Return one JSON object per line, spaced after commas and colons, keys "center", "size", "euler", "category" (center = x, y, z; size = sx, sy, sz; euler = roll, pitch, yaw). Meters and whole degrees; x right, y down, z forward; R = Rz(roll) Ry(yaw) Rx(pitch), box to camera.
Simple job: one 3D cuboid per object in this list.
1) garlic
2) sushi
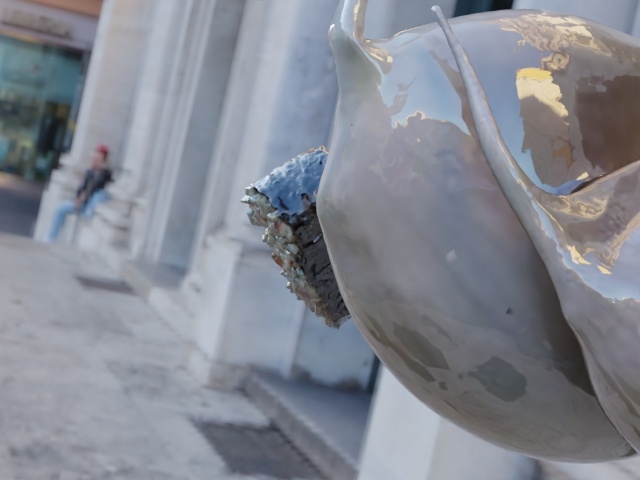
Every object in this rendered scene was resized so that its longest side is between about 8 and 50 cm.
{"center": [0.153, -0.001, 0.648], "size": [0.340, 0.246, 0.231], "euler": [24, 3, -29], "category": "garlic"}
{"center": [0.000, 0.000, 1.047], "size": [0.090, 0.078, 0.150], "euler": [50, -9, 36], "category": "sushi"}
